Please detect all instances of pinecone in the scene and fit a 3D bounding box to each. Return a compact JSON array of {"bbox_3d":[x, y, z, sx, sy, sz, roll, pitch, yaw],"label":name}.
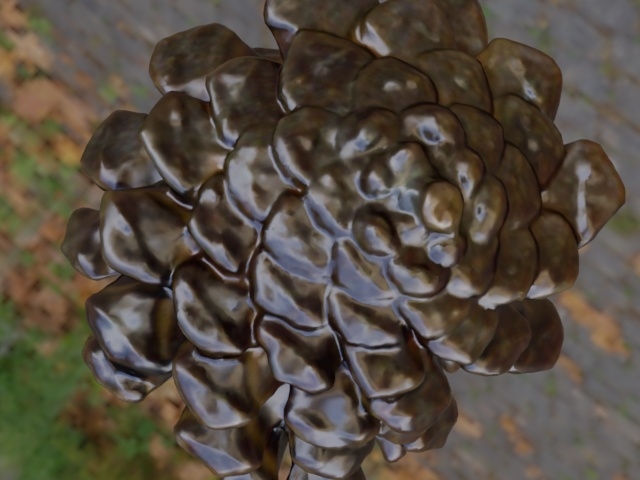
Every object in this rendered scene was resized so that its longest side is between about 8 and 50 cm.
[{"bbox_3d":[-0.001,0.001,0.850,0.202,0.229,0.201,61,157,28],"label":"pinecone"}]
